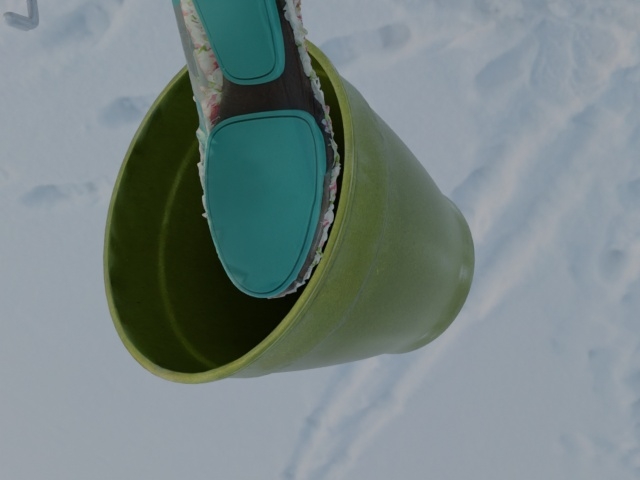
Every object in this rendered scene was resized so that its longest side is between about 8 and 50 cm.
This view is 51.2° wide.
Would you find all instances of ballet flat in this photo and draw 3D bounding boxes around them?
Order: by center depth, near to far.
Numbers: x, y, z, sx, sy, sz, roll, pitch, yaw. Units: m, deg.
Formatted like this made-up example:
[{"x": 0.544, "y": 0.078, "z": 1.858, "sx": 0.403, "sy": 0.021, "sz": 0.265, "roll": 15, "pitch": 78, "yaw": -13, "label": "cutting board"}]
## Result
[{"x": -0.030, "y": -0.086, "z": 0.381, "sx": 0.091, "sy": 0.077, "sz": 0.241, "roll": 2, "pitch": 113, "yaw": 15, "label": "ballet flat"}]

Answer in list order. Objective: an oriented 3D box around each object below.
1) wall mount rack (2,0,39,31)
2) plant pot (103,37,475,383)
[{"x": -0.349, "y": -0.344, "z": 0.641, "sx": 0.350, "sy": 0.130, "sz": 0.304, "roll": -22, "pitch": 159, "yaw": 29, "label": "wall mount rack"}, {"x": 0.000, "y": 0.000, "z": 0.795, "sx": 0.366, "sy": 0.366, "sz": 0.353, "roll": -19, "pitch": 154, "yaw": 36, "label": "plant pot"}]
